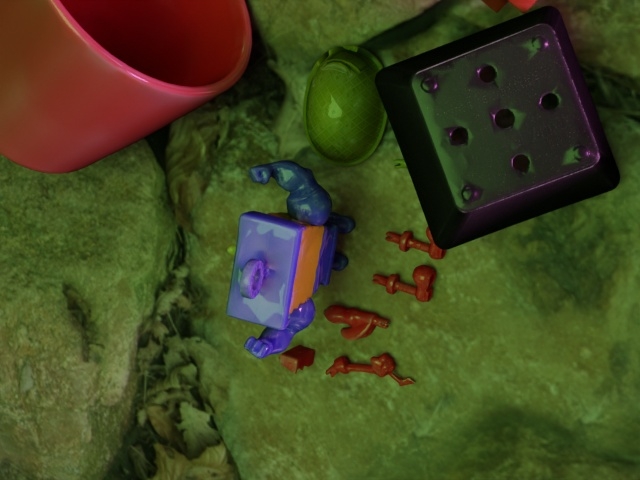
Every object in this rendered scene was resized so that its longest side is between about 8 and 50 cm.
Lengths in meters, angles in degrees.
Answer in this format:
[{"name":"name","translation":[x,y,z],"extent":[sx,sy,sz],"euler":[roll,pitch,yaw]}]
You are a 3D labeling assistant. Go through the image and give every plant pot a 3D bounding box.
[{"name":"plant pot","translation":[-0.250,-0.212,1.226],"extent":[0.243,0.275,0.275],"euler":[-35,83,40]},{"name":"plant pot","translation":[0.162,-0.104,1.026],"extent":[0.188,0.167,0.187],"euler":[-20,91,6]}]

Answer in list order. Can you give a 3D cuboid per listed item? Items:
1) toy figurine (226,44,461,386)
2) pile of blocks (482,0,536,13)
[{"name":"toy figurine","translation":[0.000,0.000,1.141],"extent":[0.191,0.217,0.362],"euler":[20,109,24]},{"name":"pile of blocks","translation":[0.123,-0.258,1.033],"extent":[0.362,0.149,0.112],"euler":[8,110,39]}]
